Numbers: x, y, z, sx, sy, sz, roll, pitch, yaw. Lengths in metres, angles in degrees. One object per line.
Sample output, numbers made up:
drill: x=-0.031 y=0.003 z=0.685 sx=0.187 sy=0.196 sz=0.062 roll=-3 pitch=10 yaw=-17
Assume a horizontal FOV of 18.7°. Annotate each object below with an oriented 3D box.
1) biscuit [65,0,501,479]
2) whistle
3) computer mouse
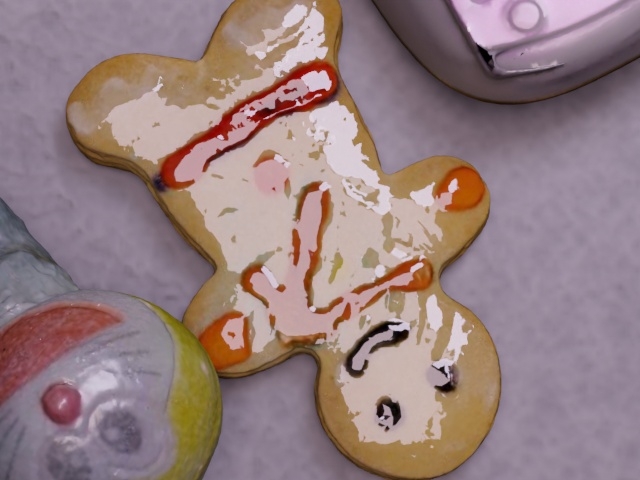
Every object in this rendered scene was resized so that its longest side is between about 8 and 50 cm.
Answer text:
biscuit: x=0.000 y=0.000 z=0.860 sx=0.153 sy=0.030 sz=0.234 roll=-29 pitch=84 yaw=-2
whistle: x=-0.124 y=0.046 z=0.815 sx=0.123 sy=0.123 sz=0.223 roll=-38 pitch=71 yaw=-5
computer mouse: x=0.057 y=-0.209 z=0.862 sx=0.158 sy=0.072 sz=0.310 roll=-29 pitch=84 yaw=-3
